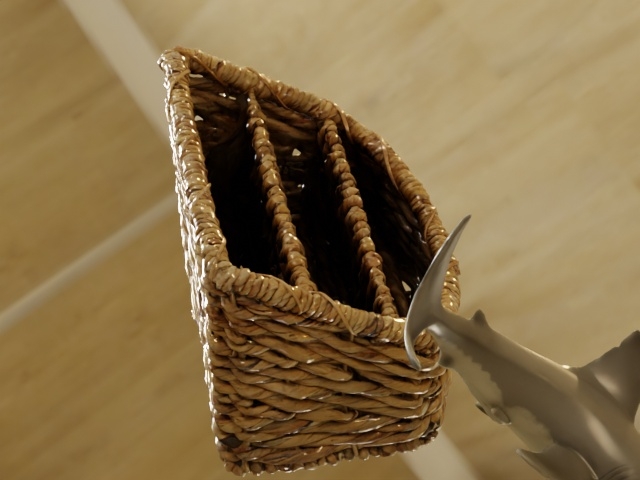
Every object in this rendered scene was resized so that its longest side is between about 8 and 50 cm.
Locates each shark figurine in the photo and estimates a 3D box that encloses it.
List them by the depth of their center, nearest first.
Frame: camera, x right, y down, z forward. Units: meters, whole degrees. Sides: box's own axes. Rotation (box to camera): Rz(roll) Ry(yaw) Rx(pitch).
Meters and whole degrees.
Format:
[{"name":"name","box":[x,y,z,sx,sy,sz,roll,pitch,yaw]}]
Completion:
[{"name":"shark figurine","box":[0.154,0.088,1.204,0.278,0.116,0.166,44,2,-13]}]

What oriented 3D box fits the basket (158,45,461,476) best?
[{"name":"basket","box":[0.000,0.000,1.461,0.299,0.213,0.223,-105,-171,-50]}]
